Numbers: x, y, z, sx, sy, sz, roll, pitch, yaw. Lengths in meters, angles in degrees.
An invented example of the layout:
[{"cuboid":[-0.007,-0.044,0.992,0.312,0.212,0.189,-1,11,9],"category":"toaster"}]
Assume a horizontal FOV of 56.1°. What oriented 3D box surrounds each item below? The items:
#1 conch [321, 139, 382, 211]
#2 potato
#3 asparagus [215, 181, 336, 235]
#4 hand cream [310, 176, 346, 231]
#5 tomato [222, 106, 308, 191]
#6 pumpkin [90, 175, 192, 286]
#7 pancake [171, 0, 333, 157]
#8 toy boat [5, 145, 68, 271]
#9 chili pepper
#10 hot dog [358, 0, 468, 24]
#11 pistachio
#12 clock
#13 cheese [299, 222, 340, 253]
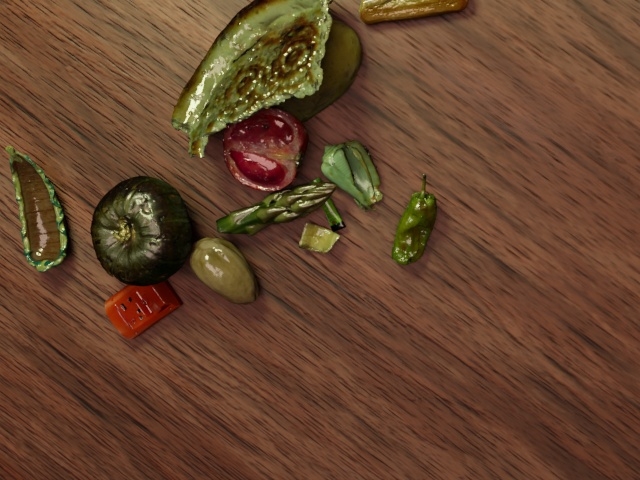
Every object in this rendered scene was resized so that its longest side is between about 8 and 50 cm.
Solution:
[{"cuboid":[0.075,-0.142,1.253,0.106,0.079,0.170,-39,106,19],"category":"conch"},{"cuboid":[-0.041,-0.341,1.221,0.272,0.111,0.160,-31,91,12],"category":"potato"},{"cuboid":[-0.090,-0.066,1.288,0.287,0.080,0.080,-22,95,22],"category":"asparagus"},{"cuboid":[0.014,-0.077,1.295,0.036,0.023,0.122,-23,96,33],"category":"hand cream"},{"cuboid":[-0.109,-0.202,1.252,0.173,0.099,0.189,20,122,7],"category":"tomato"},{"cuboid":[-0.388,-0.019,1.289,0.238,0.159,0.237,-2,86,25],"category":"pumpkin"},{"cuboid":[-0.146,-0.343,1.178,0.427,0.067,0.304,-23,55,27],"category":"pancake"},{"cuboid":[-0.647,-0.077,1.377,0.109,0.099,0.292,-5,106,9],"category":"toy boat"},{"cuboid":[0.204,-0.047,1.244,0.072,0.073,0.204,12,113,-10],"category":"chili pepper"},{"cuboid":[0.183,-0.475,1.191,0.216,0.047,0.066,-6,134,12],"category":"hot dog"},{"cuboid":[-0.211,0.071,1.319,0.185,0.108,0.126,44,131,-6],"category":"pistachio"},{"cuboid":[-0.415,0.148,1.389,0.155,0.061,0.113,-35,92,15],"category":"clock"},{"cuboid":[0.001,0.000,1.301,0.084,0.041,0.060,19,95,22],"category":"cheese"}]
